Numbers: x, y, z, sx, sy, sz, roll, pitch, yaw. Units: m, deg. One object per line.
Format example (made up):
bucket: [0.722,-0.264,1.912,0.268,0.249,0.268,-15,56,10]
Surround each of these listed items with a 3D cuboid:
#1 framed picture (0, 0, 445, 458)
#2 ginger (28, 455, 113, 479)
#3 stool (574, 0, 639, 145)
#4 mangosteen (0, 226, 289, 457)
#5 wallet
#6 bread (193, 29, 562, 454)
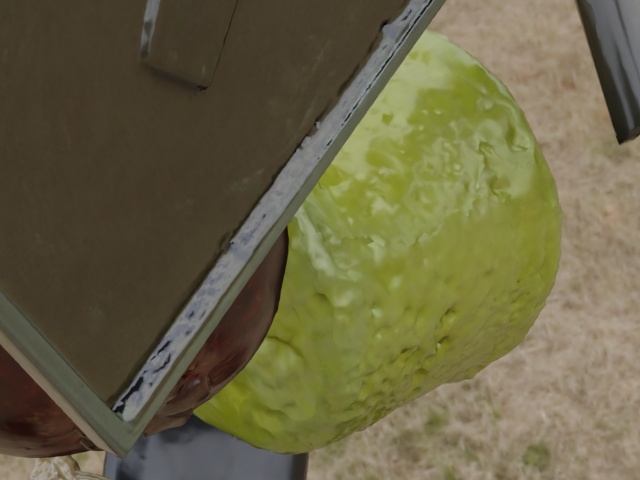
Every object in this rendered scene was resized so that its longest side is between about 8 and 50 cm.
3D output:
framed picture: [-0.038,-0.084,0.370,0.018,0.192,0.265,15,58,35]
ginger: [-0.213,0.301,0.981,0.130,0.276,0.221,-27,36,-28]
stool: [0.297,-0.251,0.749,0.310,0.226,0.310,-37,-5,35]
mangosteen: [-0.136,-0.019,0.564,0.215,0.215,0.257,-25,70,-9]
wallet: [-0.112,0.177,1.178,0.228,0.406,0.062,10,-13,-15]
bread: [0.000,0.000,0.924,0.348,0.348,0.308,3,22,39]
